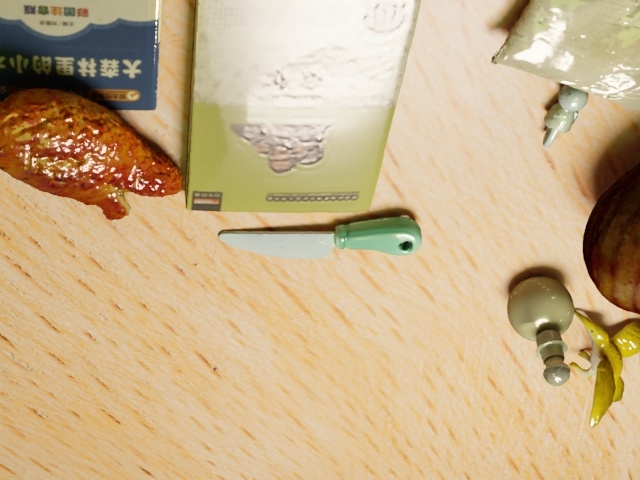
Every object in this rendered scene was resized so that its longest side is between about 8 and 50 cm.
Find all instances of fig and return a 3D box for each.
[{"bbox_3d":[0.450,-0.060,1.396,0.216,0.217,0.321,12,107,-18],"label":"fig"}]

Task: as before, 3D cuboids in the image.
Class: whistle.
[{"bbox_3d":[0.285,-0.149,1.362,0.035,0.035,0.100,9,136,-15],"label":"whistle"}]

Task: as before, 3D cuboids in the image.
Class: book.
[{"bbox_3d":[-0.275,-0.263,1.195,0.228,0.018,0.323,2,136,-8],"label":"book"},{"bbox_3d":[-0.029,-0.162,1.315,0.239,0.035,0.352,1,136,-10],"label":"book"}]

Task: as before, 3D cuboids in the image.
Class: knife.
[{"bbox_3d":[0.001,0.001,1.499,0.260,0.035,0.063,-2,143,5],"label":"knife"}]

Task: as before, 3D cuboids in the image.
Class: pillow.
[{"bbox_3d":[0.321,-0.222,1.279,0.229,0.050,0.148,17,123,-17],"label":"pillow"}]

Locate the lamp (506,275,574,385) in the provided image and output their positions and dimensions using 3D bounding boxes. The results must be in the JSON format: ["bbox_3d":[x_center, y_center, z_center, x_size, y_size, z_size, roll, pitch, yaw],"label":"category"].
[{"bbox_3d":[0.303,0.125,1.559,0.090,0.163,0.091,-2,138,-2],"label":"lamp"}]

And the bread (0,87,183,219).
[{"bbox_3d":[-0.270,-0.089,1.314,0.139,0.095,0.269,-21,143,27],"label":"bread"}]

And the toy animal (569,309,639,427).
[{"bbox_3d":[0.398,0.169,1.674,0.155,0.219,0.095,43,147,3],"label":"toy animal"}]
